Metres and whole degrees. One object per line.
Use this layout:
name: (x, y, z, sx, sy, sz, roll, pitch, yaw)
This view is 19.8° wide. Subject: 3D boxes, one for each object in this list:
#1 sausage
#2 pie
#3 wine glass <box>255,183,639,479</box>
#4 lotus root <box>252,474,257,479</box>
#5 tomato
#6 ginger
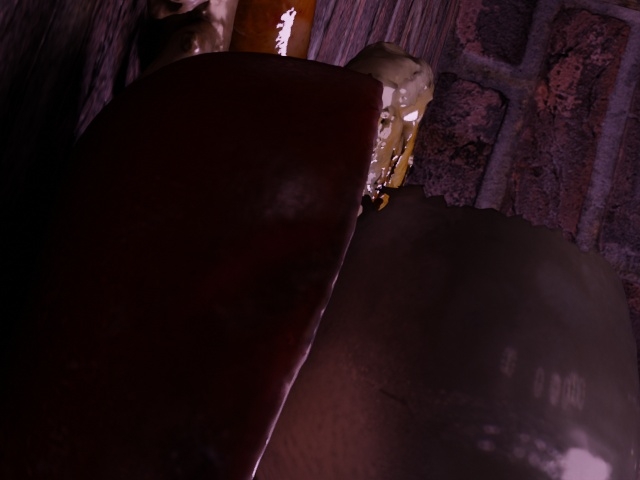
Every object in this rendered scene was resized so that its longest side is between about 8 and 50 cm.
sausage: (-0.044, -0.128, 1.286, 0.302, 0.076, 0.103, 96, 6, -65)
pie: (-0.001, 0.000, 1.380, 0.339, 0.077, 0.339, -59, 166, -24)
wine glass: (0.054, 0.149, 1.026, 0.238, 0.238, 0.323, 93, 11, -65)
lotus root: (-0.088, 0.156, 1.159, 0.169, 0.151, 0.342, 0, -112, 51)
tomato: (-0.086, 0.042, 0.927, 0.338, 0.144, 0.338, -160, -90, -84)
ginger: (-0.080, -0.111, 1.109, 0.149, 0.065, 0.258, -30, 143, -63)
